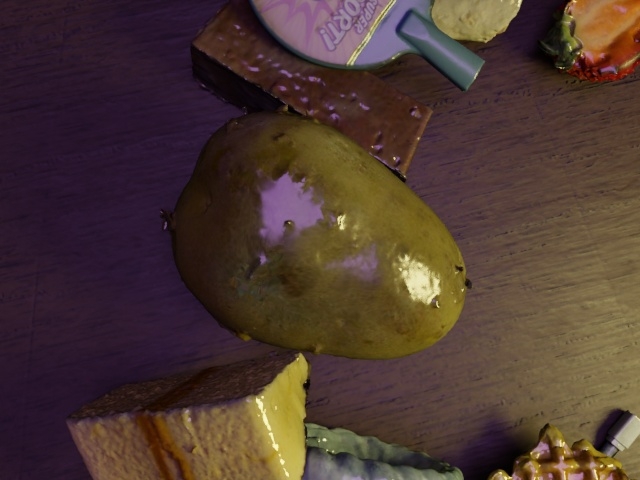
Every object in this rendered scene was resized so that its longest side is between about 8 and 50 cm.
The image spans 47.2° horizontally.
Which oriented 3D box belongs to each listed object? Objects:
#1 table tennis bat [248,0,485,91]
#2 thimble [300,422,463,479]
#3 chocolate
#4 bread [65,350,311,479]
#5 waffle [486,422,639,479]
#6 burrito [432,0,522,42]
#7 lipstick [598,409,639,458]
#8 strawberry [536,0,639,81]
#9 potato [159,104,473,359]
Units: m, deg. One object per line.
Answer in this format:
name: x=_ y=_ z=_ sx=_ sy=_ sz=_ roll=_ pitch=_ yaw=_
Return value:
table tennis bat: x=0.055 y=-0.293 z=0.880 sx=0.329 sy=0.044 sz=0.215 roll=36 pitch=93 yaw=-4
thimble: x=0.038 y=0.322 z=0.857 sx=0.250 sy=0.205 sz=0.172 roll=10 pitch=84 yaw=18
chocolate: x=-0.004 y=-0.184 z=0.938 sx=0.321 sy=0.112 sz=0.112 roll=32 pitch=76 yaw=0
bread: x=-0.149 y=0.213 z=0.834 sx=0.266 sy=0.142 sz=0.178 roll=-15 pitch=63 yaw=21
waffle: x=0.298 y=0.368 z=0.903 sx=0.243 sy=0.059 sz=0.238 roll=38 pitch=88 yaw=5
burrito: x=0.147 y=-0.338 z=0.951 sx=0.299 sy=0.105 sz=0.143 roll=2 pitch=83 yaw=-2
lipstick: x=0.387 y=0.276 z=0.974 sx=0.025 sy=0.025 sz=0.107 roll=40 pitch=90 yaw=-1
strawberry: x=0.376 y=-0.280 z=0.971 sx=0.140 sy=0.085 sz=0.192 roll=29 pitch=80 yaw=6
potato: x=-0.005 y=0.018 z=0.864 sx=0.359 sy=0.219 sz=0.270 roll=34 pitch=105 yaw=-8
